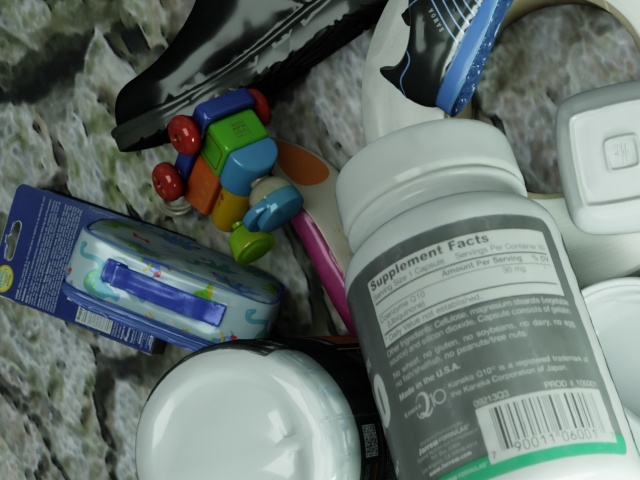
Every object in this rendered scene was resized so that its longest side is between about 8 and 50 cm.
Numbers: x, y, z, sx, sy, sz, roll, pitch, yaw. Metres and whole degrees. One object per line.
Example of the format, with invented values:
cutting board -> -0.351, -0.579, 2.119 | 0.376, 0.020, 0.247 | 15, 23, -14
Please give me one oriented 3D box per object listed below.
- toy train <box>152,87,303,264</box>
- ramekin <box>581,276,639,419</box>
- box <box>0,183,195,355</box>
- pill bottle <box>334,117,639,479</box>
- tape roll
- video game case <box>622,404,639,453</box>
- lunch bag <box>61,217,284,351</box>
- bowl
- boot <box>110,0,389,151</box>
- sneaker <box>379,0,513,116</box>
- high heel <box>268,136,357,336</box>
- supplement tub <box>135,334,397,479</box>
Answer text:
toy train -> -0.099, -0.033, 1.668 | 0.143, 0.105, 0.248 | 56, 150, 18
ramekin -> 0.303, 0.137, 1.514 | 0.207, 0.109, 0.207 | -1, 89, 24
box -> -0.259, 0.028, 1.804 | 0.225, 0.036, 0.136 | 19, 96, 21
pill bottle -> 0.137, 0.086, 1.420 | 0.204, 0.204, 0.361 | -27, 60, 21
tape roll -> 0.229, -0.142, 1.578 | 0.392, 0.072, 0.392 | -1, 89, 24
video game case -> 0.275, 0.268, 1.458 | 0.173, 0.022, 0.190 | 41, 112, 12
lunch bag -> -0.151, 0.050, 1.656 | 0.219, 0.176, 0.090 | 21, 96, -1
bowl -> 0.284, -0.078, 1.484 | 0.142, 0.053, 0.142 | -10, 86, 23
boot -> -0.117, -0.273, 1.698 | 0.348, 0.131, 0.260 | -32, 83, 9
sneaker -> 0.136, -0.238, 1.539 | 0.090, 0.081, 0.232 | 28, 100, 16
high heel -> 0.000, 0.000, 1.686 | 0.244, 0.082, 0.117 | 44, 135, 24
supplement tub -> -0.011, 0.193, 1.524 | 0.207, 0.338, 0.207 | -1, 87, 24
